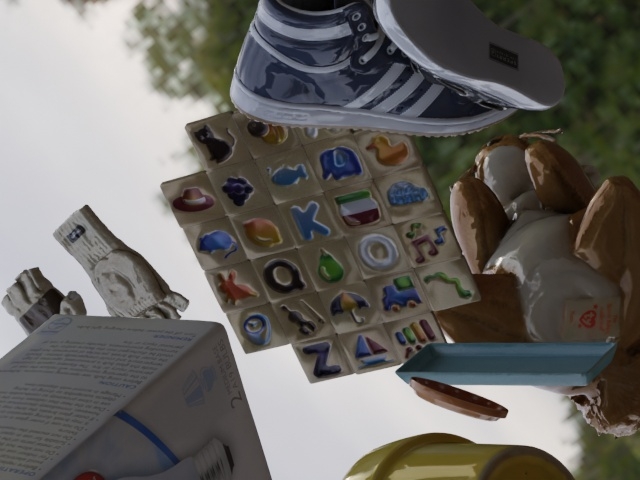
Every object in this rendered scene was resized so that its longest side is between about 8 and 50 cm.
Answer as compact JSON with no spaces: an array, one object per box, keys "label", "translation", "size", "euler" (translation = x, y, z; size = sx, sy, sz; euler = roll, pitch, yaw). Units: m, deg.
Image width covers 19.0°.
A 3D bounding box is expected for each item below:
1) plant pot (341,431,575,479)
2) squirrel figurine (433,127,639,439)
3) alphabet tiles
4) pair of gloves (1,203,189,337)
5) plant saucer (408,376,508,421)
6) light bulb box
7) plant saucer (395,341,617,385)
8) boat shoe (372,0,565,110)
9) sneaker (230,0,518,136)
[{"label":"plant pot","translation":[0.174,0.339,2.224],"size":[0.254,0.239,0.254],"euler":[10,-110,-29]},{"label":"squirrel figurine","translation":[0.311,0.045,2.419],"size":[0.397,0.281,0.370],"euler":[48,-170,-22]},{"label":"alphabet tiles","translation":[0.000,0.000,2.040],"size":[0.342,0.285,0.011],"euler":[65,-155,-25]},{"label":"pair of gloves","translation":[-0.304,0.086,2.543],"size":[0.204,0.240,0.042],"euler":[45,-147,2]},{"label":"plant saucer","translation":[0.111,0.130,1.548],"size":[0.083,0.013,0.083],"euler":[17,-177,-1]},{"label":"light bulb box","translation":[-0.229,0.309,1.825],"size":[0.361,0.225,0.357],"euler":[-42,-57,-47]},{"label":"plant saucer","translation":[0.162,0.109,1.675],"size":[0.067,0.192,0.018],"euler":[-34,-64,-51]},{"label":"boat shoe","translation":[0.114,-0.163,1.643],"size":[0.228,0.076,0.080],"euler":[17,-110,-43]},{"label":"sneaker","translation":[0.067,-0.180,1.712],"size":[0.153,0.282,0.099],"euler":[103,160,-43]}]
